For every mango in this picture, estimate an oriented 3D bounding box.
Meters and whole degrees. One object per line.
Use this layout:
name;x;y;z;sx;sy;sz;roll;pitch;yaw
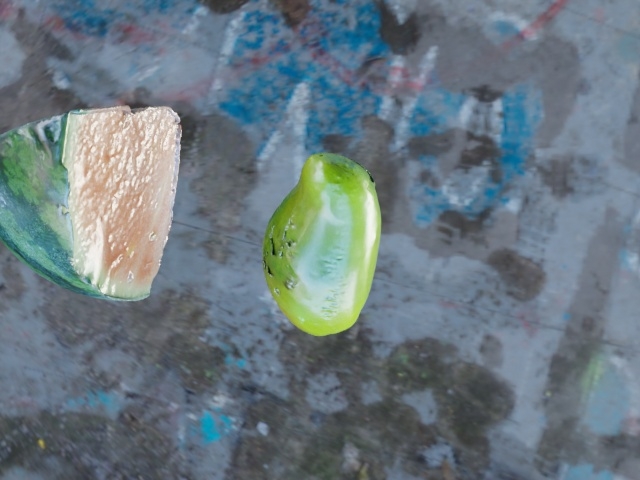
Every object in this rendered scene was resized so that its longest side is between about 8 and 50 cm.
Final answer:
mango;0.000;0.000;1.261;0.125;0.111;0.233;3;130;2

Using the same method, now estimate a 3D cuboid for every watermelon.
watermelon;-0.286;-0.022;1.450;0.292;0.319;0.222;-20;90;-59
